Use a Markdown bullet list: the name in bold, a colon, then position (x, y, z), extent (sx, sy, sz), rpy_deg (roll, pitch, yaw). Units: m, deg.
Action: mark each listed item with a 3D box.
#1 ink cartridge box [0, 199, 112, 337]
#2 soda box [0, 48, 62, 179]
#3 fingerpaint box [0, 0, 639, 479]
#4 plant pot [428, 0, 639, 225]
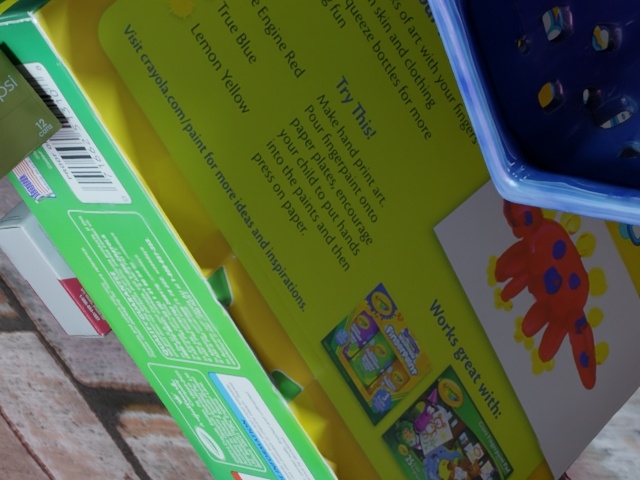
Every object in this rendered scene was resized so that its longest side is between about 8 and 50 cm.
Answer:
- **ink cartridge box**: position (-0.184, -0.016, 1.739), extent (0.072, 0.175, 0.127), rpy_deg (-5, 124, 57)
- **soda box**: position (-0.212, -0.049, 1.092), extent (0.058, 0.061, 0.181), rpy_deg (51, 153, -11)
- **fingerpaint box**: position (0.030, -0.057, 1.214), extent (0.163, 0.371, 0.445), rpy_deg (3, 131, 54)
- **plant pot**: position (0.207, -0.155, 1.013), extent (0.236, 0.212, 0.236), rpy_deg (11, 130, 48)
